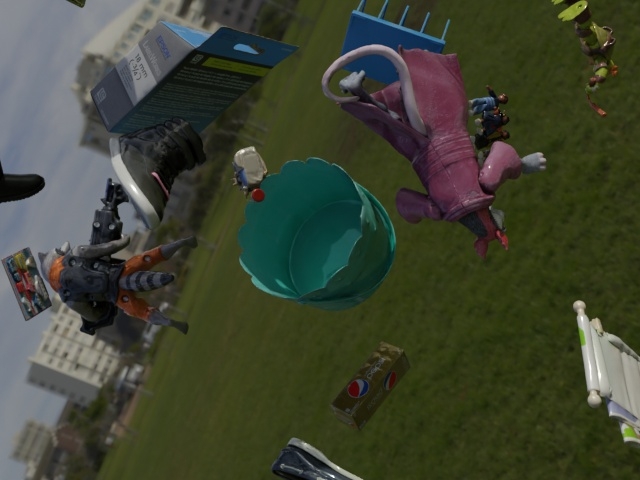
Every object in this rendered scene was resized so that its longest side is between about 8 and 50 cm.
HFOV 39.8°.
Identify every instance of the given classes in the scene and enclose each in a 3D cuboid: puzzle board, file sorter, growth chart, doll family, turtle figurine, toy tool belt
[{"bbox_3d":[-0.568,0.082,1.721,0.096,0.011,0.128,-48,-59,-71],"label":"puzzle board"},{"bbox_3d":[0.136,-0.359,1.593,0.118,0.170,0.104,106,-175,-47],"label":"file sorter"},{"bbox_3d":[0.387,0.197,1.069,0.021,0.237,0.172,-33,30,35],"label":"growth chart"},{"bbox_3d":[0.419,-0.277,2.148,0.076,0.111,0.193,-137,35,-57],"label":"doll family"},{"bbox_3d":[0.549,-0.395,1.782,0.087,0.217,0.270,-17,44,31],"label":"turtle figurine"},{"bbox_3d":[-0.103,-0.092,1.289,0.051,0.052,0.083,150,105,-69],"label":"toy tool belt"}]

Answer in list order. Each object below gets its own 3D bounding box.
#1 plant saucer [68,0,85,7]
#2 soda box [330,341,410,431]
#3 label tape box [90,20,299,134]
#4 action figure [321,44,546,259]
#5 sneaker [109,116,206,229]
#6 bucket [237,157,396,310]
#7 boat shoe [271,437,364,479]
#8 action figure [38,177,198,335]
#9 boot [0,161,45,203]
[{"bbox_3d":[-0.653,-0.695,2.181,0.045,0.188,0.188,4,81,38],"label":"plant saucer"},{"bbox_3d":[0.103,0.293,1.790,0.181,0.061,0.058,-47,-46,-26],"label":"soda box"},{"bbox_3d":[-0.244,-0.332,1.714,0.333,0.106,0.240,-35,-17,29],"label":"label tape box"},{"bbox_3d":[0.204,-0.145,1.411,0.248,0.370,0.275,-31,-15,13],"label":"action figure"},{"bbox_3d":[-0.256,-0.124,1.446,0.296,0.146,0.105,-122,10,-58],"label":"sneaker"},{"bbox_3d":[0.000,0.000,1.700,0.183,0.281,0.281,32,-102,-57],"label":"bucket"},{"bbox_3d":[0.026,0.448,1.583,0.079,0.254,0.095,-50,-23,-27],"label":"boat shoe"},{"bbox_3d":[-0.428,0.037,1.832,0.178,0.330,0.341,1,-90,-79],"label":"action figure"},{"bbox_3d":[-0.501,-0.108,1.381,0.045,0.121,0.099,-120,19,-46],"label":"boot"}]
